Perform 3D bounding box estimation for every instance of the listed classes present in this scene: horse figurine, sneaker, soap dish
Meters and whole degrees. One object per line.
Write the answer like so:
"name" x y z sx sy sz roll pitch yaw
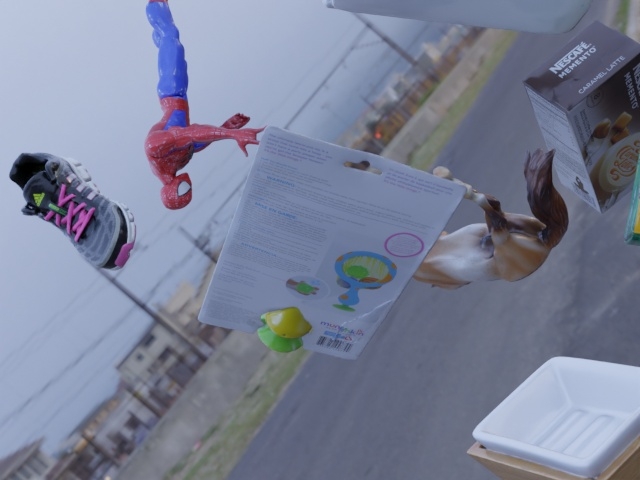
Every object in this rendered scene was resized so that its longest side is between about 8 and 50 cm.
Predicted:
"horse figurine" 0.141 -0.004 0.941 0.263 0.174 0.066 -20 46 48
"sneaker" -0.233 -0.030 0.893 0.075 0.170 0.063 15 -68 -49
"soap dish" 0.385 0.283 1.426 0.229 0.118 0.291 -37 14 -22

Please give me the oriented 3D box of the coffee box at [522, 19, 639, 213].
"coffee box" 0.398 -0.171 1.392 0.141 0.098 0.246 -40 -41 -3

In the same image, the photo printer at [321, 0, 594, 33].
"photo printer" 0.169 -0.343 0.999 0.107 0.308 0.256 -100 18 -53

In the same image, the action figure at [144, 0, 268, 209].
"action figure" -0.120 -0.165 1.035 0.091 0.139 0.280 93 177 -72

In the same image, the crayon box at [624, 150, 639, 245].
"crayon box" 0.395 -0.121 0.919 0.081 0.165 0.278 20 -99 -77

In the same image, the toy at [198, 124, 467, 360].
"toy" 0.000 0.000 0.722 0.237 0.137 0.056 115 168 -47
